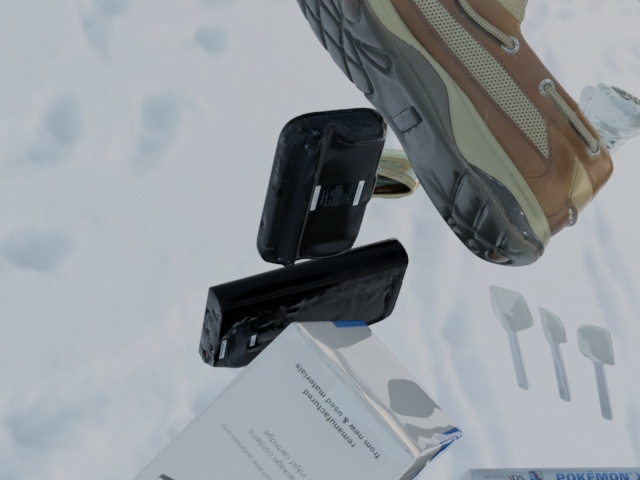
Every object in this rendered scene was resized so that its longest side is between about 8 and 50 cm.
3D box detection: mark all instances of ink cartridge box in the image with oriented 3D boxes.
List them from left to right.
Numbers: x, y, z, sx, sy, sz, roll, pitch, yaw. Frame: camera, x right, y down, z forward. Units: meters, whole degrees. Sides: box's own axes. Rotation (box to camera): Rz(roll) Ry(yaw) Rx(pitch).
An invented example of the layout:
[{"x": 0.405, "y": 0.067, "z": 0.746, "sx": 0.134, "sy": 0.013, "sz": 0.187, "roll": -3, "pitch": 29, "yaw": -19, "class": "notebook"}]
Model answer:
[{"x": -0.077, "y": 0.265, "z": 1.439, "sx": 0.166, "sy": 0.395, "sz": 0.285, "roll": 48, "pitch": 9, "yaw": 11, "class": "ink cartridge box"}]

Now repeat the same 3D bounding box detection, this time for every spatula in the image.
[{"x": 0.297, "y": 0.145, "z": 1.927, "sx": 0.168, "sy": 0.019, "sz": 0.242, "roll": 17, "pitch": -27, "yaw": 25, "class": "spatula"}]

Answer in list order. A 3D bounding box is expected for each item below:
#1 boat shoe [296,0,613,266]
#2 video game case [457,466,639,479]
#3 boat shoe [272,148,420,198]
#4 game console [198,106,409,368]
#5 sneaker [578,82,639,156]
[{"x": 0.080, "y": -0.140, "z": 1.022, "sx": 0.324, "sy": 0.120, "sz": 0.122, "roll": 57, "pitch": -13, "yaw": -8, "class": "boat shoe"}, {"x": 0.266, "y": 0.381, "z": 2.046, "sx": 0.300, "sy": 0.329, "sz": 0.036, "roll": 3, "pitch": 58, "yaw": -22, "class": "video game case"}, {"x": 0.029, "y": -0.080, "z": 1.899, "sx": 0.072, "sy": 0.190, "sz": 0.068, "roll": -74, "pitch": 159, "yaw": -54, "class": "boat shoe"}, {"x": 0.000, "y": 0.000, "z": 1.498, "sx": 0.213, "sy": 0.361, "sz": 0.044, "roll": -15, "pitch": 55, "yaw": -24, "class": "game console"}, {"x": 0.364, "y": -0.135, "z": 1.954, "sx": 0.090, "sy": 0.115, "sz": 0.232, "roll": 26, "pitch": 4, "yaw": 1, "class": "sneaker"}]
